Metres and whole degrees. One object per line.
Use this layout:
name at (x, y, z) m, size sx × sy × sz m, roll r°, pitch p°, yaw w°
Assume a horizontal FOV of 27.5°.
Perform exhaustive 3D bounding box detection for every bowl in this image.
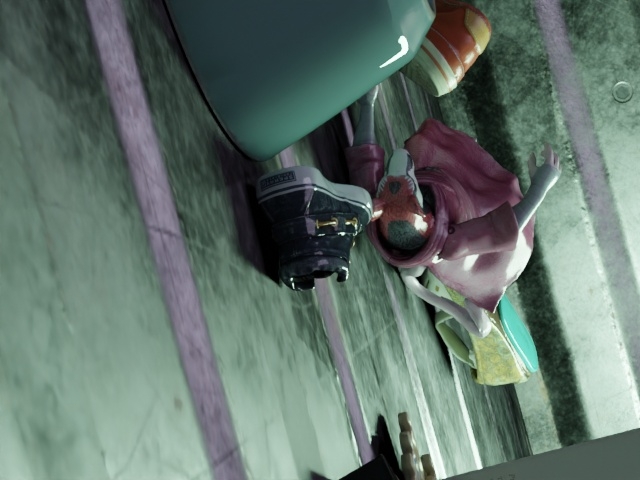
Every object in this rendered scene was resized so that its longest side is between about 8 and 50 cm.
bowl at (-0.014, -0.230, 0.987) m, size 0.311 × 0.163 × 0.312 m, roll -15°, pitch 90°, yaw -78°

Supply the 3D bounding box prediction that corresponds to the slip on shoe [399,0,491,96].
slip on shoe at (0.088, -0.276, 1.516) m, size 0.123 × 0.101 × 0.331 m, roll 53°, pitch -2°, yaw -40°

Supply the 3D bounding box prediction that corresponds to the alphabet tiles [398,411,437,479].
alphabet tiles at (0.117, 0.308, 1.215) m, size 0.284 × 0.021 × 0.278 m, roll -77°, pitch 152°, yaw -79°

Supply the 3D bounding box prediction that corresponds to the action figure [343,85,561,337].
action figure at (0.108, -0.031, 1.464) m, size 0.276 × 0.248 × 0.370 m, roll -65°, pitch 163°, yaw 15°

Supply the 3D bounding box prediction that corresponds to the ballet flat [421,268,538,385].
ballet flat at (0.201, 0.079, 1.797) m, size 0.123 × 0.123 × 0.348 m, roll -93°, pitch 160°, yaw -49°

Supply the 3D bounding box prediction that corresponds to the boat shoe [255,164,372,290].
boat shoe at (0.000, 0.000, 1.023) m, size 0.183 × 0.065 × 0.083 m, roll 18°, pitch 59°, yaw -69°

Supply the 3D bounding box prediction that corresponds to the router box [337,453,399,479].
router box at (0.080, 0.261, 0.952) m, size 0.133 × 0.046 × 0.179 m, roll 59°, pitch 1°, yaw -37°

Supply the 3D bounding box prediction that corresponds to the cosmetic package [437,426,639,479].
cosmetic package at (0.330, 0.312, 1.397) m, size 0.156 × 0.385 × 0.217 m, roll 35°, pitch 41°, yaw -74°
